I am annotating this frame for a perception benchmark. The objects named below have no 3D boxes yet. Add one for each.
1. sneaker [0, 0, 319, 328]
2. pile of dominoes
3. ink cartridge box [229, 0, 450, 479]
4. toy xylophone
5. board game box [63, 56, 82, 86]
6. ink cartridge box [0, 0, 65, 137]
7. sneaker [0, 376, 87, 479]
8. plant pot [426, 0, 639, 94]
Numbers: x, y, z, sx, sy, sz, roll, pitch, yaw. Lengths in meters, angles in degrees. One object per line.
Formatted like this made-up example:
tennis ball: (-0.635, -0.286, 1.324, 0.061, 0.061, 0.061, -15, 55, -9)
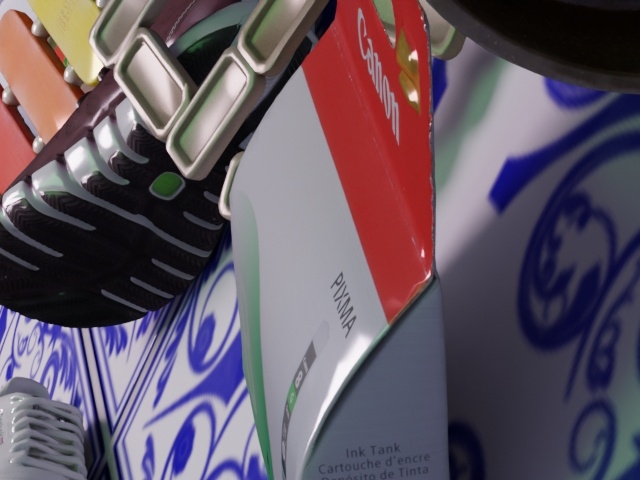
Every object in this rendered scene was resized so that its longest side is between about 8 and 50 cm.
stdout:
sneaker: (-0.080, -0.072, 0.942, 0.281, 0.106, 0.162, -36, 33, 41)
pile of dominoes: (0.015, -0.125, 0.745, 0.251, 0.040, 0.196, -54, 48, 21)
ink cartridge box: (0.000, 0.000, 0.575, 0.181, 0.056, 0.224, -107, 9, -59)
toy xylophone: (-0.152, -0.142, 1.133, 0.236, 0.081, 0.322, 39, 111, 54)
board game box: (-0.118, -0.212, 1.232, 0.259, 0.039, 0.124, -63, 22, 16)
ink cartridge box: (-0.237, -0.163, 1.472, 0.189, 0.066, 0.232, -97, 28, -50)
sneaker: (-0.167, 0.132, 0.991, 0.094, 0.090, 0.235, -63, 21, -5)
plant pot: (0.082, -0.148, 0.497, 0.165, 0.167, 0.167, -97, 32, -63)
